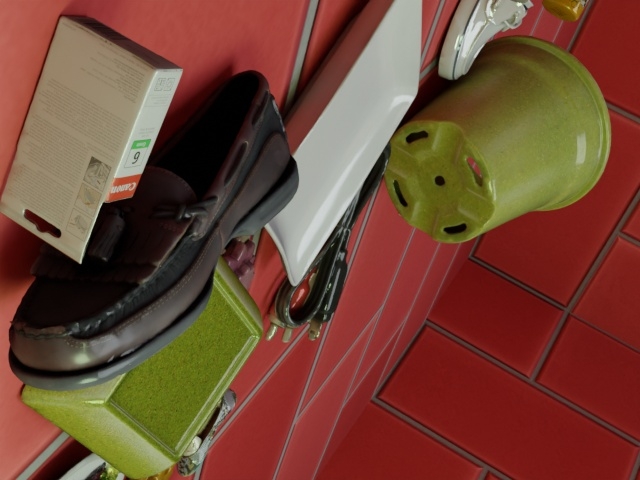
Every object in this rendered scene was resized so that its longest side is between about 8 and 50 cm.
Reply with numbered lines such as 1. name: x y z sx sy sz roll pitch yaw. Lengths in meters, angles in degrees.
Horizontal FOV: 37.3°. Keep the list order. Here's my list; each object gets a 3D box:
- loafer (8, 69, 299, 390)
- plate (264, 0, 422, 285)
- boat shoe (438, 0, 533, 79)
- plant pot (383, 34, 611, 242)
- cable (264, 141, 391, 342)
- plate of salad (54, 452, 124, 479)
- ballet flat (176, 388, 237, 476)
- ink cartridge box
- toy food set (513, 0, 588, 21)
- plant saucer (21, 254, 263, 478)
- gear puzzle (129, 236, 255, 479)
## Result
1. loafer: -0.104 -0.023 0.612 0.302 0.109 0.095 -51 143 -55
2. plate: 0.016 -0.108 0.963 0.277 0.045 0.278 -57 167 -11
3. boat shoe: 0.243 -0.325 1.271 0.258 0.084 0.095 -65 167 18
4. plant pot: 0.233 -0.125 1.354 0.254 0.276 0.276 -32 151 -42
5. cable: 0.000 0.000 1.182 0.139 0.072 0.287 7 101 -58
6. plate of salad: -0.227 0.268 0.827 0.200 0.048 0.200 -53 165 -22
7. ballet flat: -0.141 0.219 1.106 0.114 0.041 0.041 -58 167 -10
8. ink cartridge box: -0.123 -0.053 0.501 0.115 0.062 0.029 -65 164 19
9. toy food set: 0.179 -0.315 0.897 0.105 0.232 0.111 -60 -152 -1
10. plant saucer: -0.118 0.090 0.750 0.188 0.045 0.188 -56 148 -18
11. gear puzzle: -0.141 0.157 0.934 0.175 0.044 0.339 -42 158 -54
